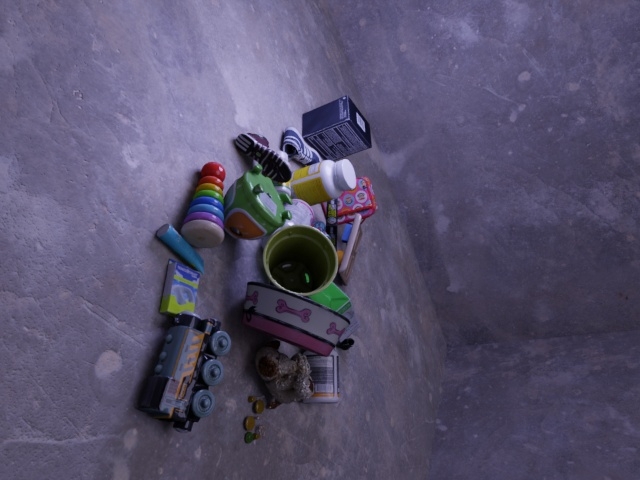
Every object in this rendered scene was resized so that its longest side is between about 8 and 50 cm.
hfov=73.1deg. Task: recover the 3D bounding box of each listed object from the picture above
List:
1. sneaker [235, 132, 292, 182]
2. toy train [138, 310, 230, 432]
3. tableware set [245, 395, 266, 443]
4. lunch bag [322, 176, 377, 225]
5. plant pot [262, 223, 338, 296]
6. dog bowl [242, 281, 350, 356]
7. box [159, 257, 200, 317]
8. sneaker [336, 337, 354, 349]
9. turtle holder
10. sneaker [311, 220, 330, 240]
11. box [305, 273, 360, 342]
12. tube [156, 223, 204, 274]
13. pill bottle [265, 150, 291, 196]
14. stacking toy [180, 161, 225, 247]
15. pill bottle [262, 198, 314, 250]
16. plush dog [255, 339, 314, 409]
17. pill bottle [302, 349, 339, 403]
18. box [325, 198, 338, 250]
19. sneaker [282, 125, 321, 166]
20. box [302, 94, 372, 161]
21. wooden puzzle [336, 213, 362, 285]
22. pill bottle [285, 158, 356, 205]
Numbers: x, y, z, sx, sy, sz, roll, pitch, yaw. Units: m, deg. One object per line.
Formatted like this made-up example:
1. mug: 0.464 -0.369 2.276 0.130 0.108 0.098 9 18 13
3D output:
1. sneaker: -0.223 -0.378 1.871 0.281 0.106 0.163 41 27 -10
2. toy train: -0.387 0.371 1.255 0.190 0.142 0.334 37 51 -38
3. tableware set: -0.239 0.638 1.549 0.104 0.024 0.154 18 63 -55
4. lunch bag: 0.161 -0.200 2.386 0.120 0.292 0.259 -35 109 -66
5. plant pot: -0.094 0.117 1.663 0.254 0.275 0.277 115 -23 -63
6. dog bowl: -0.104 0.296 1.579 0.408 0.407 0.151 40 67 -49
7. box: -0.440 0.153 1.361 0.109 0.042 0.179 38 47 -51
8. sneaker: 0.142 0.536 2.237 0.170 0.089 0.051 29 53 -55
9. turtle holder: -0.263 -0.146 1.622 0.243 0.227 0.321 33 27 -53
10. sneaker: 0.000 0.000 1.977 0.104 0.125 0.262 59 31 -29
11. box: 0.033 0.277 1.903 0.126 0.262 0.231 -37 140 -15
12. tube: -0.442 0.030 1.404 0.207 0.052 0.080 54 15 -39
13. pill bottle: -0.191 -0.293 1.948 0.117 0.117 0.209 32 51 -53
14. stacking toy: -0.393 -0.143 1.505 0.141 0.141 0.331 43 36 -47
15. pill bottle: -0.141 -0.047 1.886 0.161 0.160 0.283 63 31 -25
16. plush dog: -0.162 0.497 1.630 0.226 0.210 0.262 56 1 -10
17. pill bottle: 0.001 0.561 1.881 0.162 0.162 0.279 34 49 -52
18. box: 0.059 -0.068 2.236 0.270 0.060 0.217 89 4 -49
19. sneaker: -0.098 -0.432 2.202 0.282 0.099 0.153 47 34 -34
20. box: 0.094 -0.622 2.441 0.296 0.293 0.183 35 46 -52
21. wooden puzzle: 0.146 0.053 2.312 0.348 0.080 0.323 74 33 -71
22. pill bottle: -0.010 -0.269 2.043 0.188 0.333 0.188 34 50 -53
